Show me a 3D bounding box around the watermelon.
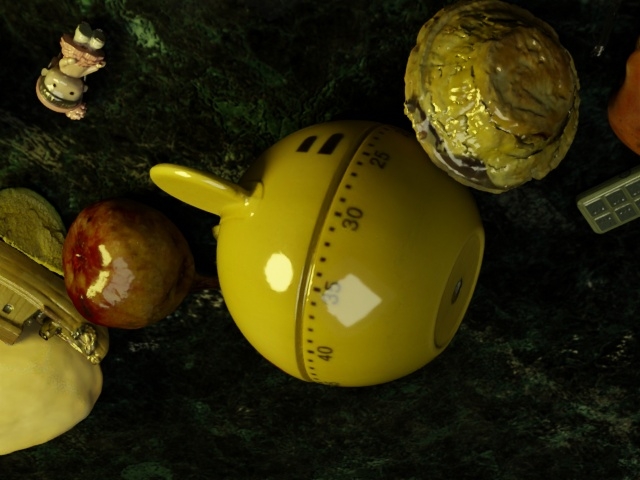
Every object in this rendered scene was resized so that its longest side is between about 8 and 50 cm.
[{"bbox_3d":[-0.428,-0.019,1.359,0.075,0.092,0.181,-11,149,31],"label":"watermelon"}]

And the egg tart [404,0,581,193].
[{"bbox_3d":[0.214,-0.174,1.124,0.241,0.241,0.106,26,166,-19],"label":"egg tart"}]

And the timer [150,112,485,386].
[{"bbox_3d":[0.000,0.000,1.224,0.387,0.376,0.376,17,134,19],"label":"timer"}]

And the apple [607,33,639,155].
[{"bbox_3d":[0.464,-0.173,1.128,0.234,0.234,0.234,1,131,1],"label":"apple"}]

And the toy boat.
[{"bbox_3d":[-0.445,0.082,1.378,0.321,0.121,0.089,35,150,-11],"label":"toy boat"}]

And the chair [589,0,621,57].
[{"bbox_3d":[0.352,-0.334,1.070,0.174,0.149,0.213,32,82,-21],"label":"chair"}]

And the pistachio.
[{"bbox_3d":[-0.498,0.204,1.471,0.321,0.229,0.238,6,100,-15],"label":"pistachio"}]

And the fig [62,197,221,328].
[{"bbox_3d":[-0.225,0.059,1.360,0.290,0.190,0.190,31,125,-21],"label":"fig"}]

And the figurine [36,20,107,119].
[{"bbox_3d":[-0.308,-0.214,1.213,0.072,0.054,0.129,18,123,-33],"label":"figurine"}]

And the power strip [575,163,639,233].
[{"bbox_3d":[0.443,-0.069,1.333,0.169,0.028,0.076,-28,124,23],"label":"power strip"}]
